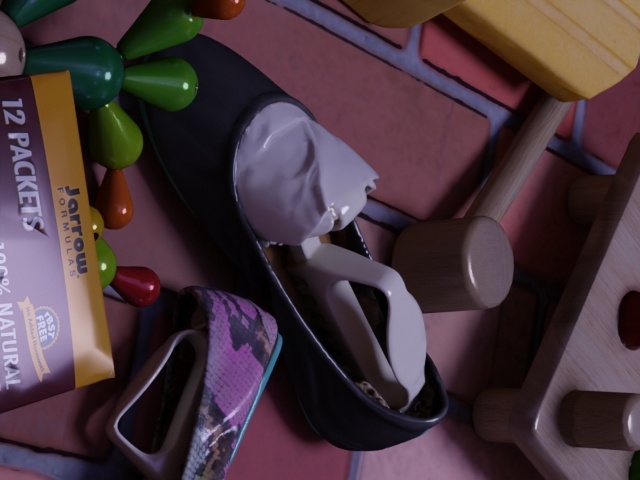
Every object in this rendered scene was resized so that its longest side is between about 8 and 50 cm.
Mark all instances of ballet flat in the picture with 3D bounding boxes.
[{"bbox_3d":[0.000,0.000,1.074,0.095,0.096,0.280,-50,123,-36],"label":"ballet flat"},{"bbox_3d":[-0.082,0.124,1.008,0.079,0.077,0.222,27,63,-24],"label":"ballet flat"}]

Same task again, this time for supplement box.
[{"bbox_3d":[-0.223,0.012,0.758,0.194,0.191,0.129,-15,100,-48],"label":"supplement box"}]

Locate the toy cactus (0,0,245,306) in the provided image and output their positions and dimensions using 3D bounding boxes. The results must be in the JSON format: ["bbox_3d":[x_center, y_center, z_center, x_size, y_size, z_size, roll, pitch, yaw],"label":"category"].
[{"bbox_3d":[-0.131,-0.081,0.943,0.180,0.112,0.219,8,92,-38],"label":"toy cactus"}]

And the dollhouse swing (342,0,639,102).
[{"bbox_3d":[0.177,-0.289,1.154,0.305,0.315,0.347,25,69,-23],"label":"dollhouse swing"}]

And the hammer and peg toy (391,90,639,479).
[{"bbox_3d":[0.214,0.059,1.285,0.361,0.127,0.266,50,54,-34],"label":"hammer and peg toy"}]
